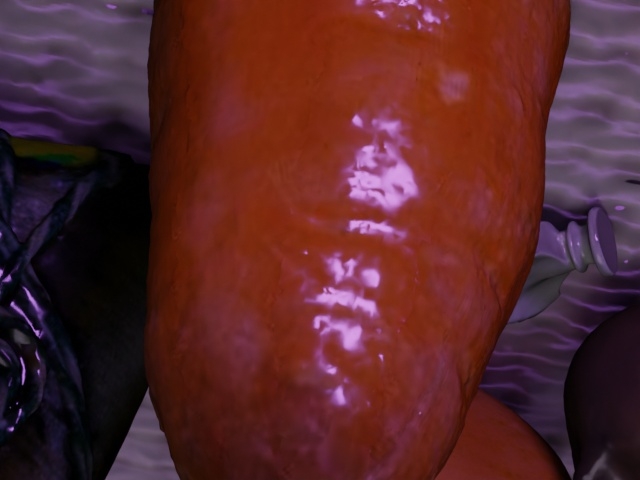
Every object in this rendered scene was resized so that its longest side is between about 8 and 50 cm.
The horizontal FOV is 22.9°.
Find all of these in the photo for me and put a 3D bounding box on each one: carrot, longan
[{"bbox_3d":[0.000,0.000,0.532,0.159,0.225,0.159,7,143,5],"label":"carrot"},{"bbox_3d":[0.150,0.078,0.689,0.113,0.092,0.113,-23,132,-29],"label":"longan"}]

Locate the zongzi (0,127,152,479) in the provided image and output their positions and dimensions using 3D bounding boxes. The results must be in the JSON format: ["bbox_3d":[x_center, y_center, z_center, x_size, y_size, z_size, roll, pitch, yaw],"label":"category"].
[{"bbox_3d":[-0.270,0.057,0.658,0.383,0.319,0.362,32,152,-10],"label":"zongzi"}]

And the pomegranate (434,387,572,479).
[{"bbox_3d":[0.031,0.162,0.739,0.209,0.209,0.209,3,140,3],"label":"pomegranate"}]

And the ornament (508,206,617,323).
[{"bbox_3d":[0.080,0.014,0.672,0.092,0.041,0.068,-6,163,-4],"label":"ornament"}]
